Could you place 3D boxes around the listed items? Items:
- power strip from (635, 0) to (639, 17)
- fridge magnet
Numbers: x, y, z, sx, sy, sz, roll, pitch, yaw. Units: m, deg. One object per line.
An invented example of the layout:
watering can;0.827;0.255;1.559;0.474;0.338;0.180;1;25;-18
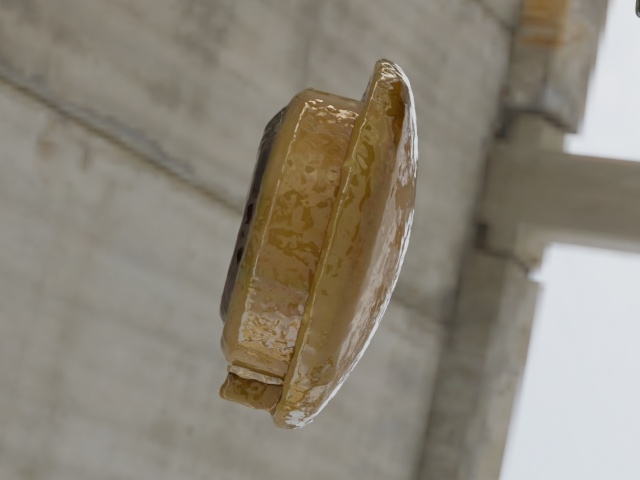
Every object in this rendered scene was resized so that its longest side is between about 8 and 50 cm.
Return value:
power strip;0.143;-0.174;0.757;0.042;0.075;0.175;-7;-65;-67
fridge magnet;0.000;0.000;0.716;0.143;0.063;0.143;-165;90;-89
